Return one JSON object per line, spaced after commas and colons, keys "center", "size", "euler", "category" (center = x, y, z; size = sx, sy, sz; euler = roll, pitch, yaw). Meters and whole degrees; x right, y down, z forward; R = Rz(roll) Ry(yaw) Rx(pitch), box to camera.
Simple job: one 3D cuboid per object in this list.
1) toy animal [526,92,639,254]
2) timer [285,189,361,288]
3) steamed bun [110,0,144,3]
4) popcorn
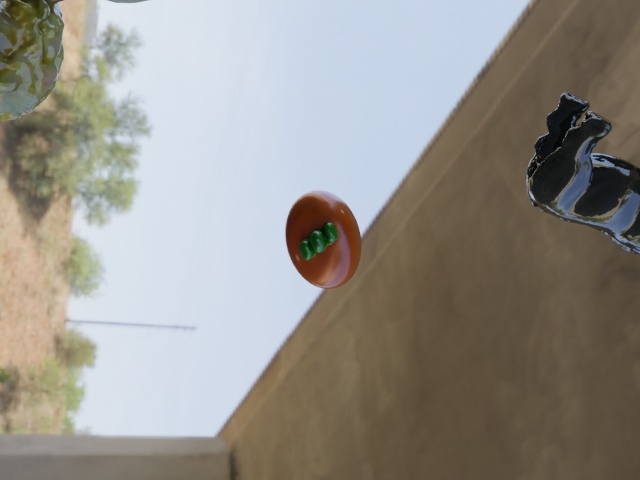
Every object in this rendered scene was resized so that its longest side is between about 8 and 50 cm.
{"center": [0.176, -0.022, 0.468], "size": [0.047, 0.136, 0.065], "euler": [-68, -179, -65], "category": "toy animal"}
{"center": [0.000, 0.000, 1.130], "size": [0.136, 0.099, 0.136], "euler": [59, 16, -29], "category": "timer"}
{"center": [-0.150, -0.311, 0.612], "size": [0.203, 0.276, 0.289], "euler": [24, -40, 40], "category": "steamed bun"}
{"center": [-0.372, -0.225, 0.976], "size": [0.187, 0.186, 0.167], "euler": [103, -12, -53], "category": "popcorn"}
